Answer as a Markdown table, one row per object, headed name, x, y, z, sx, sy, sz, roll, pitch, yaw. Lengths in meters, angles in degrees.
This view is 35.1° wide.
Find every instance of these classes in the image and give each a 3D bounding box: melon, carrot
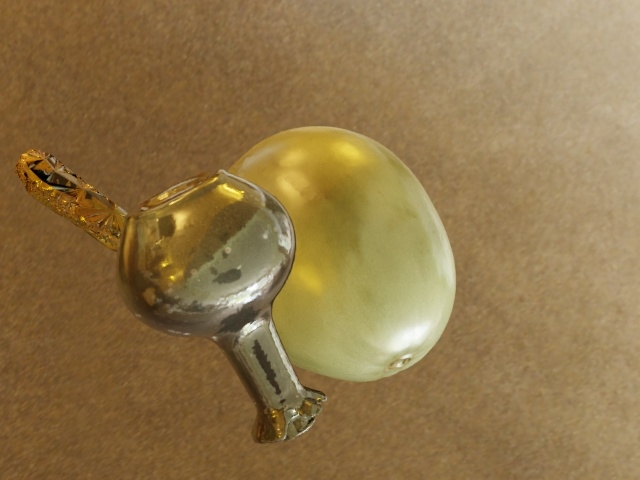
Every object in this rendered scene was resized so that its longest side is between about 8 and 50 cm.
| name | x | y | z | sx | sy | sz | roll | pitch | yaw |
| --- | --- | --- | --- | --- | --- | --- | --- | --- | --- |
| melon | 0.010 | 0.010 | 1.116 | 0.308 | 0.272 | 0.272 | 29 | 47 | 19 |
| carrot | -0.323 | -0.045 | 1.411 | 0.229 | 0.069 | 0.069 | 35 | 51 | 2 |

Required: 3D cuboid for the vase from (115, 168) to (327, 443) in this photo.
| name | x | y | z | sx | sy | sz | roll | pitch | yaw |
| --- | --- | --- | --- | --- | --- | --- | --- | --- | --- |
| vase | -0.055 | 0.048 | 0.663 | 0.120 | 0.120 | 0.183 | -37 | 106 | -40 |
